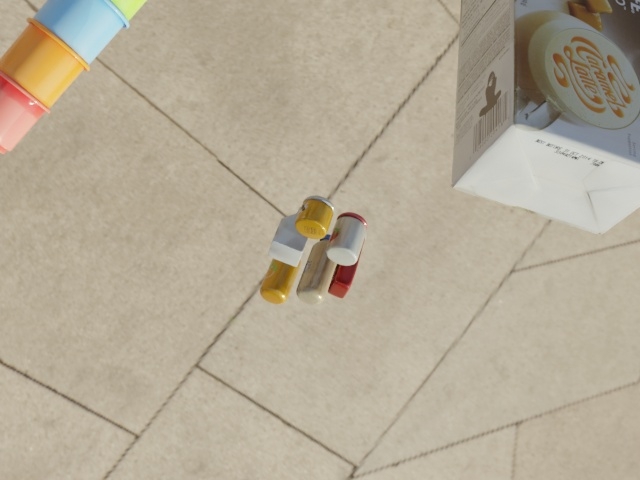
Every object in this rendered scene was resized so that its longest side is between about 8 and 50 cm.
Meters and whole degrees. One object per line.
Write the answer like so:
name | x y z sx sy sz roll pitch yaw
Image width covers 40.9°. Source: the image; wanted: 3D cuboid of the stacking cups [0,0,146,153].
stacking cups | -0.258 -0.233 0.898 0.316 0.096 0.096 -49 124 -5

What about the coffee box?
coffee box | 0.197 -0.146 0.713 0.141 0.098 0.246 17 58 -13

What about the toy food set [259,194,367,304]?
toy food set | 0.000 0.000 1.095 0.111 0.232 0.104 21 58 -1
